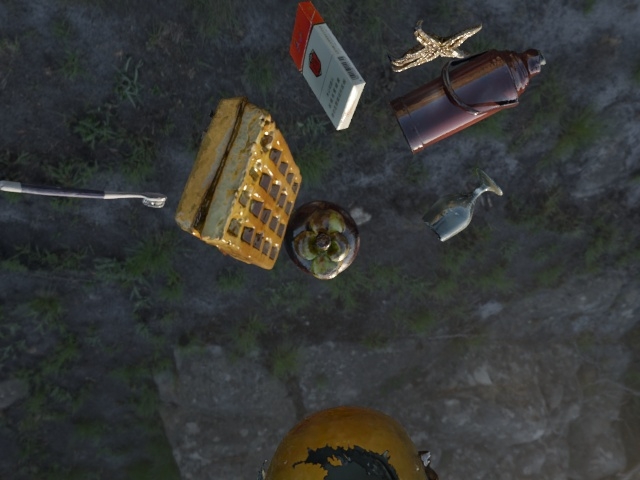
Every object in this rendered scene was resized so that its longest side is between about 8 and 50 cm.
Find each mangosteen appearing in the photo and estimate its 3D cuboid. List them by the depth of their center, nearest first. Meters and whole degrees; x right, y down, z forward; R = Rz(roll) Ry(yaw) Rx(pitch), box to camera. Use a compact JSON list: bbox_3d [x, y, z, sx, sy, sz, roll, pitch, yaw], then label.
[{"bbox_3d":[0.000,0.000,1.161,0.192,0.217,0.192,1,99,6],"label":"mangosteen"}]

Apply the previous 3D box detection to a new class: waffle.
[{"bbox_3d":[-0.122,-0.076,0.821,0.098,0.224,0.327,16,171,8],"label":"waffle"}]

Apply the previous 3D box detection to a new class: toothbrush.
[{"bbox_3d":[-0.421,-0.085,0.879,0.288,0.024,0.026,2,119,-45],"label":"toothbrush"}]

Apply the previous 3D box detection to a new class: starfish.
[{"bbox_3d":[0.257,-0.418,1.049,0.238,0.213,0.056,-6,89,-22],"label":"starfish"}]

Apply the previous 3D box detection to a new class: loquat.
[{"bbox_3d":[0.054,0.387,0.711,0.275,0.274,0.274,-8,133,-9],"label":"loquat"}]

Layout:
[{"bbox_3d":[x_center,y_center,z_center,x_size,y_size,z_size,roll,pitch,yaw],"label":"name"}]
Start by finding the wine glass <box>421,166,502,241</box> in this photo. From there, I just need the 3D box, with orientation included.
[{"bbox_3d":[0.441,-0.109,1.508,0.241,0.126,0.126,-43,129,9],"label":"wine glass"}]

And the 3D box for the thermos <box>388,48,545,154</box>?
[{"bbox_3d":[0.231,-0.227,0.747,0.232,0.098,0.124,-25,168,11],"label":"thermos"}]

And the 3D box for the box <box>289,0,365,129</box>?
[{"bbox_3d":[0.007,-0.372,1.024,0.035,0.245,0.139,-21,161,-22],"label":"box"}]

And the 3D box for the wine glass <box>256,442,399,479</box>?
[{"bbox_3d":[0.009,0.334,0.385,0.144,0.143,0.320,0,95,-15],"label":"wine glass"}]
